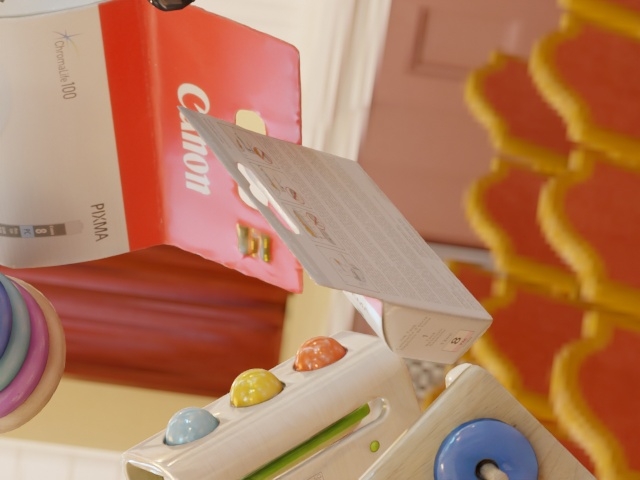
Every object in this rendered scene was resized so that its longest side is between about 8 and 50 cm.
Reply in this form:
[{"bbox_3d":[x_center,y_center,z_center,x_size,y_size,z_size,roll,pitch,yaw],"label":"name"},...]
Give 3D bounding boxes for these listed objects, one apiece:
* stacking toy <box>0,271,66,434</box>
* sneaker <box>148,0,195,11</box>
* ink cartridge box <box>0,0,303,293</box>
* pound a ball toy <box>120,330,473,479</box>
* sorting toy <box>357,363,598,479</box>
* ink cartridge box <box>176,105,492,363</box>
[{"bbox_3d":[-0.307,0.056,1.486,0.330,0.141,0.141,61,-146,-72],"label":"stacking toy"},{"bbox_3d":[-0.139,-0.260,1.332,0.097,0.234,0.084,-41,-9,-4],"label":"sneaker"},{"bbox_3d":[-0.205,-0.081,1.529,0.308,0.385,0.091,90,-156,-51],"label":"ink cartridge box"},{"bbox_3d":[-0.008,0.181,1.849,0.208,0.319,0.135,7,121,57],"label":"pound a ball toy"},{"bbox_3d":[0.066,0.154,0.846,0.274,0.132,0.046,-45,6,-4],"label":"sorting toy"},{"bbox_3d":[0.000,0.000,1.383,0.066,0.232,0.189,-52,58,21],"label":"ink cartridge box"}]
